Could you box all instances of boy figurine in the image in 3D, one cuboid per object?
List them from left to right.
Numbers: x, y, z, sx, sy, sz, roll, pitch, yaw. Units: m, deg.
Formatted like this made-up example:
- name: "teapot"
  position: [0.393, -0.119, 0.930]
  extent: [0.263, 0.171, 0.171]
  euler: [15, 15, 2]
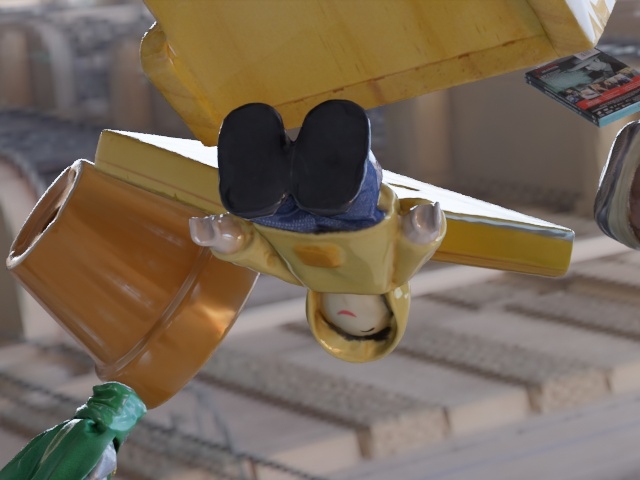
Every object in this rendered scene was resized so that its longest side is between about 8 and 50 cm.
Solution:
- name: "boy figurine"
  position: [0.000, 0.000, 1.357]
  extent: [0.285, 0.177, 0.092]
  euler: [69, 22, -63]

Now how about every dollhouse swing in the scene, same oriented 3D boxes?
- name: "dollhouse swing"
  position: [0.022, -0.275, 1.559]
  extent: [0.347, 0.315, 0.305]
  euler: [-13, -65, 27]

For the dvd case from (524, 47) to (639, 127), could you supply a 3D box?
- name: "dvd case"
  position: [0.269, -0.151, 1.917]
  extent: [0.119, 0.087, 0.013]
  euler: [39, -35, 46]

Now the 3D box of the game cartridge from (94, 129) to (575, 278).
- name: "game cartridge"
  position: [0.010, -0.031, 1.697]
  extent: [0.285, 0.323, 0.053]
  euler: [21, -78, 52]

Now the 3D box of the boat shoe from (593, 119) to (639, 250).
- name: "boat shoe"
  position: [0.340, -0.016, 1.516]
  extent: [0.116, 0.324, 0.123]
  euler: [17, -81, 41]

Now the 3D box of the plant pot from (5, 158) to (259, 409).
- name: "plant pot"
  position: [-0.188, 0.026, 1.870]
  extent: [0.205, 0.188, 0.205]
  euler: [-48, -162, 21]

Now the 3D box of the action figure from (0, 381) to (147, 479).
- name: "action figure"
  position: [-0.163, 0.175, 1.060]
  extent: [0.137, 0.063, 0.232]
  euler: [-6, -131, 58]
